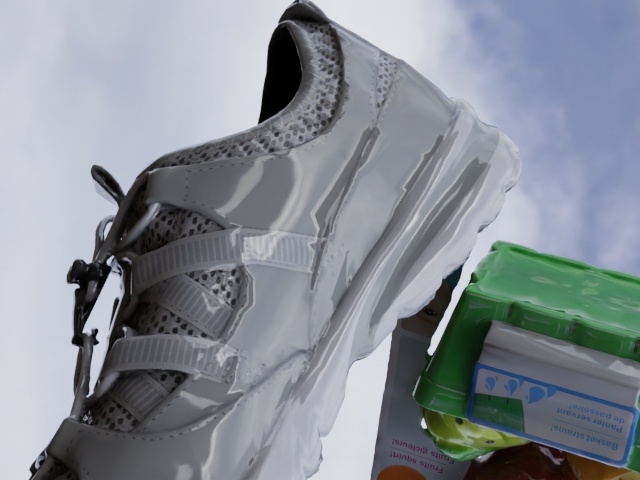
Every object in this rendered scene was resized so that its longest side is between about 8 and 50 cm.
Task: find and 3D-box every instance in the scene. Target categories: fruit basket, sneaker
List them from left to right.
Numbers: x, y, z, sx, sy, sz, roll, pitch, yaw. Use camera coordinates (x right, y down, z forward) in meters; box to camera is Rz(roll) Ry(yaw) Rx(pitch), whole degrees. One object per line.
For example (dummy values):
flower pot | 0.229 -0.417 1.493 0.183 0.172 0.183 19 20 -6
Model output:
sneaker | -0.048 0.030 0.427 0.281 0.115 0.105 -52 -172 -34
fruit basket | 0.199 0.194 1.104 0.327 0.165 0.353 16 -66 16
